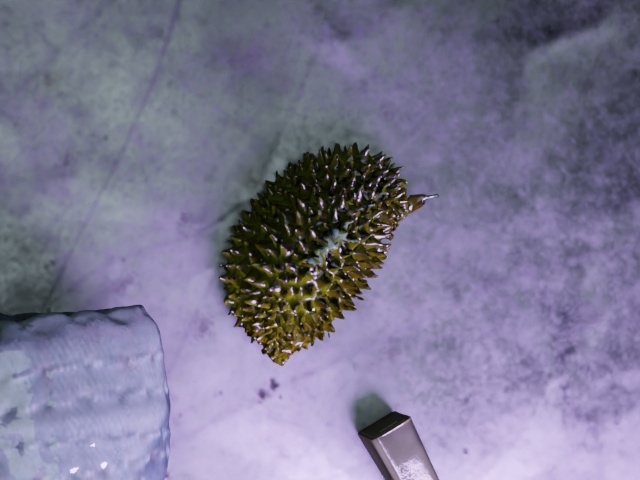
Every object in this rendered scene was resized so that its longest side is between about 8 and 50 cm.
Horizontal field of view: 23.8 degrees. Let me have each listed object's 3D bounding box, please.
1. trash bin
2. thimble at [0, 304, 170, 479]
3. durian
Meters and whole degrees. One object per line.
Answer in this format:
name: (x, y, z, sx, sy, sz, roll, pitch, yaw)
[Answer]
trash bin: (0.078, 0.209, 1.393, 0.043, 0.061, 0.092, -28, 95, -12)
thimble: (-0.250, 0.135, 1.257, 0.250, 0.205, 0.172, -5, 87, -6)
durian: (0.000, -0.004, 1.373, 0.137, 0.095, 0.220, 43, 74, -7)
